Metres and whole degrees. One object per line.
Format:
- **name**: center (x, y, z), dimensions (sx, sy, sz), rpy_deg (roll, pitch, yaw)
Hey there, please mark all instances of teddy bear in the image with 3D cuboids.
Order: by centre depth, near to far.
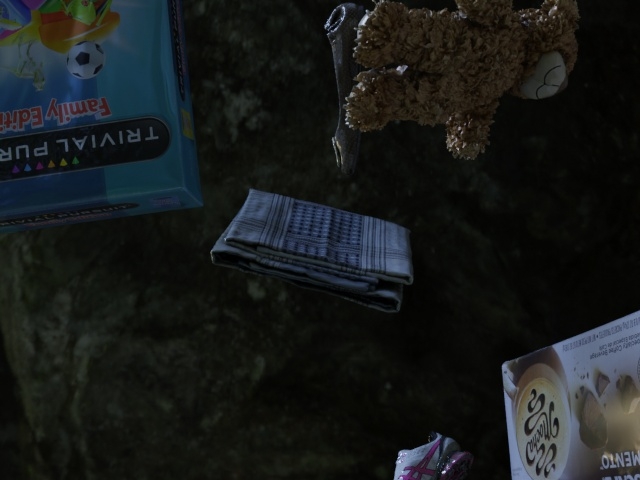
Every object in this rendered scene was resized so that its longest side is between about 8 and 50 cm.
- **teddy bear**: center (0.185, -0.217, 1.137), dimensions (0.338, 0.113, 0.245), rpy_deg (8, -69, -30)

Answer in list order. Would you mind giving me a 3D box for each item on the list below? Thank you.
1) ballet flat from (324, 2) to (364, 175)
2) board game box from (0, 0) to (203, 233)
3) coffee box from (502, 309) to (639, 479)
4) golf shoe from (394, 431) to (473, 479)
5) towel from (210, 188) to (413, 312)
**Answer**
- **ballet flat**: center (0.033, -0.219, 1.326), dimensions (0.058, 0.084, 0.250), rpy_deg (0, -72, -1)
- **board game box**: center (-0.261, -0.185, 0.886), dimensions (0.254, 0.336, 0.079), rpy_deg (-8, -11, 4)
- **coffee box**: center (0.287, 0.171, 0.836), dimensions (0.119, 0.168, 0.297), rpy_deg (2, -16, -13)
- **golf shoe**: center (0.134, 0.348, 1.313), dimensions (0.086, 0.186, 0.067), rpy_deg (34, -43, 34)
- **towel**: center (0.000, 0.000, 1.503), dimensions (0.312, 0.324, 0.056), rpy_deg (16, -68, 0)
